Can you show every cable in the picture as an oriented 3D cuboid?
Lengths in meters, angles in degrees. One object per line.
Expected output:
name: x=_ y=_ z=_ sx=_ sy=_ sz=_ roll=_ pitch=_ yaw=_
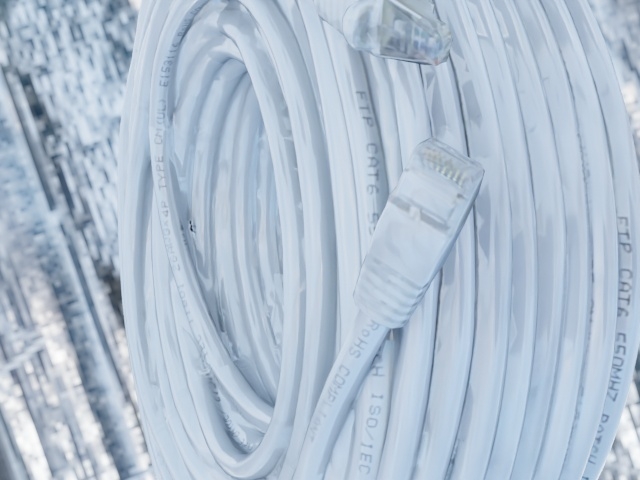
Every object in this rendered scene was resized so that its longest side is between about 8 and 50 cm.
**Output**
cable: x=0.000 y=0.000 z=0.471 sx=0.089 sy=0.257 sz=0.257 roll=-3 pitch=-144 yaw=-22
